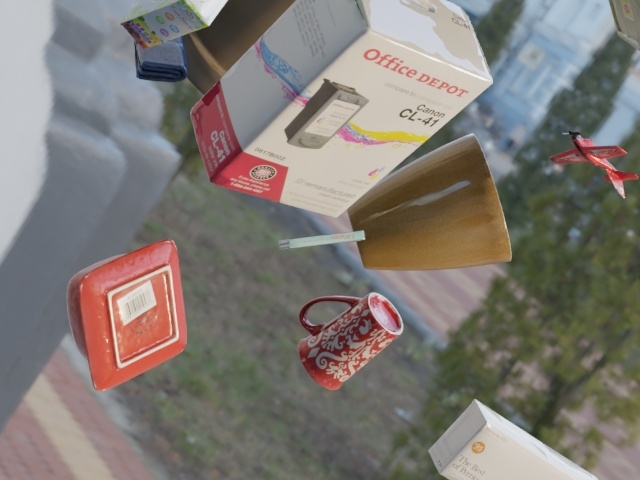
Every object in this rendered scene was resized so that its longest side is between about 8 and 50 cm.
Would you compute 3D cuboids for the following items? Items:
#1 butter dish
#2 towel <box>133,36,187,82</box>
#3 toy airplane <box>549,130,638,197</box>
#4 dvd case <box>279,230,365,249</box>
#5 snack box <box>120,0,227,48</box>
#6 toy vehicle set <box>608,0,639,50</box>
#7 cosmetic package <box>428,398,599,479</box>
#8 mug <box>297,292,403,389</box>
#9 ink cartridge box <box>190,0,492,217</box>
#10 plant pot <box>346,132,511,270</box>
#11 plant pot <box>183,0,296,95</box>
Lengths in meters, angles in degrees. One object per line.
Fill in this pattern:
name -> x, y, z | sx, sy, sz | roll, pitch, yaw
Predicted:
butter dish -> -0.257, 0.082, 1.682 | 0.118, 0.159, 0.160 | 15, 29, 39
towel -> -0.209, -0.243, 1.767 | 0.067, 0.029, 0.119 | 6, 33, -14
toy airplane -> 0.432, -0.122, 2.094 | 0.151, 0.028, 0.151 | 26, -23, 12
dvd case -> 0.000, 0.000, 1.568 | 0.087, 0.013, 0.119 | -7, 1, -6
snack box -> -0.105, -0.238, 1.204 | 0.100, 0.141, 0.037 | -10, -49, 49
toy vehicle set -> 0.353, -0.304, 1.547 | 0.267, 0.035, 0.166 | -75, 147, -75
cosmetic package -> 0.266, 0.313, 1.800 | 0.239, 0.099, 0.060 | 33, 13, -24
mug -> 0.044, 0.166, 2.425 | 0.150, 0.169, 0.113 | 42, 28, -18
ink cartridge box -> 0.022, -0.178, 1.676 | 0.226, 0.306, 0.131 | 15, 48, -40
plant pot -> 0.182, -0.040, 2.397 | 0.237, 0.254, 0.237 | -17, 90, -89
plant pot -> -0.049, -0.385, 2.110 | 0.323, 0.323, 0.280 | 31, -35, -25
